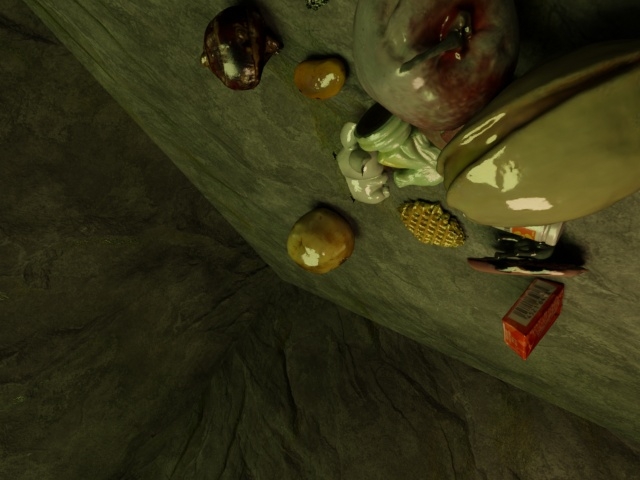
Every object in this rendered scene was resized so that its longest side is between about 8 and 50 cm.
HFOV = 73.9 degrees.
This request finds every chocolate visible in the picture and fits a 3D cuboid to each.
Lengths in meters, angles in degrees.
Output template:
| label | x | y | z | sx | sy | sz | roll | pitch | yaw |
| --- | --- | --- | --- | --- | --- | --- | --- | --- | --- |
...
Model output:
| label | x | y | z | sx | sy | sz | roll | pitch | yaw |
| --- | --- | --- | --- | --- | --- | --- | --- | --- | --- |
| chocolate | 0.757 | 0.278 | 1.524 | 0.108 | 0.237 | 0.235 | 33 | 165 | 39 |

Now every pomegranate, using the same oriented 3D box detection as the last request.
| label | x | y | z | sx | sy | sz | roll | pitch | yaw |
| --- | --- | --- | --- | --- | --- | --- | --- | --- | --- |
| pomegranate | 0.000 | 0.000 | 2.055 | 0.332 | 0.333 | 0.332 | 31 | 161 | 12 |

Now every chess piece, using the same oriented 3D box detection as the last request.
| label | x | y | z | sx | sy | sz | roll | pitch | yaw |
| --- | --- | --- | --- | --- | --- | --- | --- | --- | --- |
| chess piece | 0.244 | -0.252 | 1.206 | 0.298 | 0.176 | 0.175 | 39 | 162 | -30 |

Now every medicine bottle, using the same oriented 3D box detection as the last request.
| label | x | y | z | sx | sy | sz | roll | pitch | yaw |
| --- | --- | --- | --- | --- | --- | --- | --- | --- | --- |
| medicine bottle | 0.532 | -0.087 | 1.161 | 0.249 | 0.133 | 0.133 | 24 | 159 | 29 |

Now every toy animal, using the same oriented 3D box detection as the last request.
| label | x | y | z | sx | sy | sz | roll | pitch | yaw |
| --- | --- | --- | --- | --- | --- | --- | --- | --- | --- |
| toy animal | 0.603 | 0.020 | 1.301 | 0.137 | 0.082 | 0.269 | 3 | 174 | -5 |
| toy animal | 0.136 | -0.236 | 1.379 | 0.154 | 0.209 | 0.325 | -19 | 164 | 14 |

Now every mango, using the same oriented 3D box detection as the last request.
| label | x | y | z | sx | sy | sz | roll | pitch | yaw |
| --- | --- | --- | --- | --- | --- | --- | --- | --- | --- |
| mango | 0.001 | -0.461 | 1.217 | 0.178 | 0.090 | 0.115 | 11 | 144 | 34 |

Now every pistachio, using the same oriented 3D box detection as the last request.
| label | x | y | z | sx | sy | sz | roll | pitch | yaw |
| --- | --- | --- | --- | --- | --- | --- | --- | --- | --- |
| pistachio | 0.421 | -0.178 | 0.745 | 0.365 | 0.445 | 0.282 | 41 | -153 | -68 |

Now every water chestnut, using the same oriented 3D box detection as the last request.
| label | x | y | z | sx | sy | sz | roll | pitch | yaw |
| --- | --- | --- | --- | --- | --- | --- | --- | --- | --- |
| water chestnut | -0.221 | -0.548 | 1.216 | 0.238 | 0.224 | 0.223 | 1 | 168 | -15 |

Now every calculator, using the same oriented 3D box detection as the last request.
| label | x | y | z | sx | sy | sz | roll | pitch | yaw |
| --- | --- | --- | --- | --- | --- | --- | --- | --- | --- |
| calculator | 0.647 | 0.084 | 1.332 | 0.329 | 0.048 | 0.220 | 3 | -179 | 42 |

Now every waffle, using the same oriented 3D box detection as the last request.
| label | x | y | z | sx | sy | sz | roll | pitch | yaw |
| --- | --- | --- | --- | --- | --- | --- | --- | --- | --- |
| waffle | 0.407 | -0.058 | 1.576 | 0.245 | 0.052 | 0.254 | 46 | 159 | -28 |

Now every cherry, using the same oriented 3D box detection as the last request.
| label | x | y | z | sx | sy | sz | roll | pitch | yaw |
| --- | --- | --- | --- | --- | --- | --- | --- | --- | --- |
| cherry | 0.190 | -0.375 | 0.791 | 0.335 | 0.291 | 0.326 | 51 | 178 | 42 |

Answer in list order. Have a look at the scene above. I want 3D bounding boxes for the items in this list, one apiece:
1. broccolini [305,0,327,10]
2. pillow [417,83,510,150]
| label | x | y | z | sx | sy | sz | roll | pitch | yaw |
| --- | --- | --- | --- | --- | --- | --- | --- | --- | --- |
| broccolini | -0.076 | -0.637 | 0.966 | 0.071 | 0.058 | 0.254 | -35 | 121 | 25 |
| pillow | 0.360 | -0.269 | 0.979 | 0.223 | 0.084 | 0.236 | 44 | 135 | 11 |
